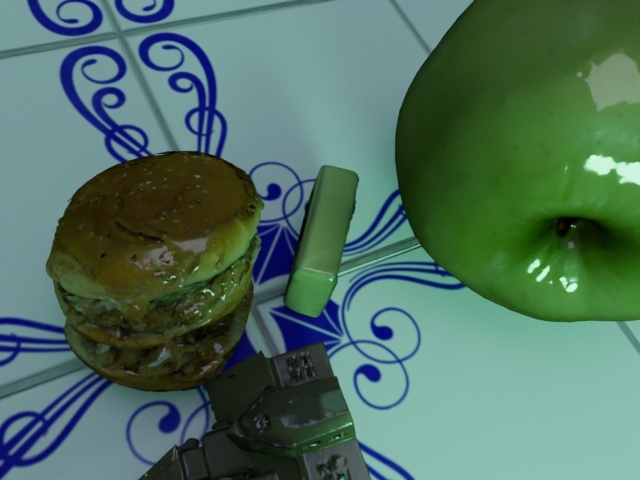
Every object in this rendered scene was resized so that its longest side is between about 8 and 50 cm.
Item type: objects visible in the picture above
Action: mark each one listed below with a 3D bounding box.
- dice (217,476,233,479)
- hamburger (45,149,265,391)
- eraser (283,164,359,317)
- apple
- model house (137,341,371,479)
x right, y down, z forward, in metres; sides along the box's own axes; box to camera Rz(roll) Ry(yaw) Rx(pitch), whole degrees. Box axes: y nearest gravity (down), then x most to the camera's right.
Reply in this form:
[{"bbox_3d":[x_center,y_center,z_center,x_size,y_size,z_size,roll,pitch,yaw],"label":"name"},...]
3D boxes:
[{"bbox_3d":[-0.089,0.404,0.491,0.322,0.318,0.330,-36,71,-30],"label":"dice"},{"bbox_3d":[-0.175,0.021,0.762,0.261,0.211,0.245,-28,50,-27],"label":"hamburger"},{"bbox_3d":[0.000,0.000,0.879,0.058,0.117,0.172,16,58,-5],"label":"eraser"},{"bbox_3d":[0.326,-0.131,0.861,0.474,0.473,0.473,6,59,-11],"label":"apple"},{"bbox_3d":[-0.087,0.223,0.717,0.248,0.176,0.180,-19,64,-6],"label":"model house"}]
